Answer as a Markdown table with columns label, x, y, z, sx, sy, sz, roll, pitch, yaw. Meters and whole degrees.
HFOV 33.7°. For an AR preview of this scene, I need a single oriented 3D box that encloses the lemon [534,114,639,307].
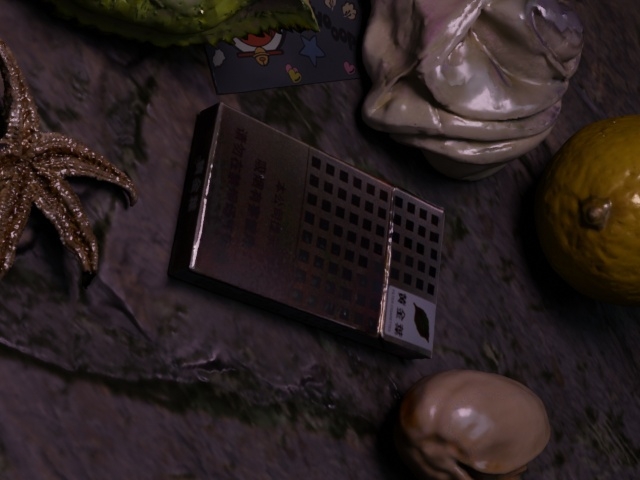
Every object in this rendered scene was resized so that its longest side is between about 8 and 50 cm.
| label | x | y | z | sx | sy | sz | roll | pitch | yaw |
| --- | --- | --- | --- | --- | --- | --- | --- | --- | --- |
| lemon | 0.399 | -0.038 | 1.343 | 0.267 | 0.267 | 0.268 | 12 | 71 | -39 |

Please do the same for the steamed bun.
| label | x | y | z | sx | sy | sz | roll | pitch | yaw |
| --- | --- | --- | --- | --- | --- | --- | --- | --- | --- |
| steamed bun | 0.201 | -0.217 | 1.237 | 0.267 | 0.207 | 0.280 | 17 | 69 | -39 |

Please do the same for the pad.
| label | x | y | z | sx | sy | sz | roll | pitch | yaw |
| --- | --- | --- | --- | --- | --- | --- | --- | --- | --- |
| pad | -0.041 | -0.253 | 1.170 | 0.245 | 0.006 | 0.170 | -14 | 88 | -42 |

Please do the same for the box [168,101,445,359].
| label | x | y | z | sx | sy | sz | roll | pitch | yaw |
| --- | --- | --- | --- | --- | --- | --- | --- | --- | --- |
| box | 0.000 | -0.001 | 1.112 | 0.324 | 0.047 | 0.181 | 22 | 65 | -35 |

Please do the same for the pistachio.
| label | x | y | z | sx | sy | sz | roll | pitch | yaw |
| --- | --- | --- | --- | --- | --- | --- | --- | --- | --- |
| pistachio | 0.165 | 0.203 | 1.150 | 0.215 | 0.143 | 0.144 | 8 | 74 | -50 |

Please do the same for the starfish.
| label | x | y | z | sx | sy | sz | roll | pitch | yaw |
| --- | --- | --- | --- | --- | --- | --- | --- | --- | --- |
| starfish | -0.251 | -0.067 | 0.905 | 0.213 | 0.057 | 0.238 | -17 | 95 | -50 |

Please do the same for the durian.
| label | x | y | z | sx | sy | sz | roll | pitch | yaw |
| --- | --- | --- | --- | --- | --- | --- | --- | --- | --- |
| durian | -0.170 | -0.273 | 0.943 | 0.351 | 0.169 | 0.158 | 16 | 79 | -24 |
